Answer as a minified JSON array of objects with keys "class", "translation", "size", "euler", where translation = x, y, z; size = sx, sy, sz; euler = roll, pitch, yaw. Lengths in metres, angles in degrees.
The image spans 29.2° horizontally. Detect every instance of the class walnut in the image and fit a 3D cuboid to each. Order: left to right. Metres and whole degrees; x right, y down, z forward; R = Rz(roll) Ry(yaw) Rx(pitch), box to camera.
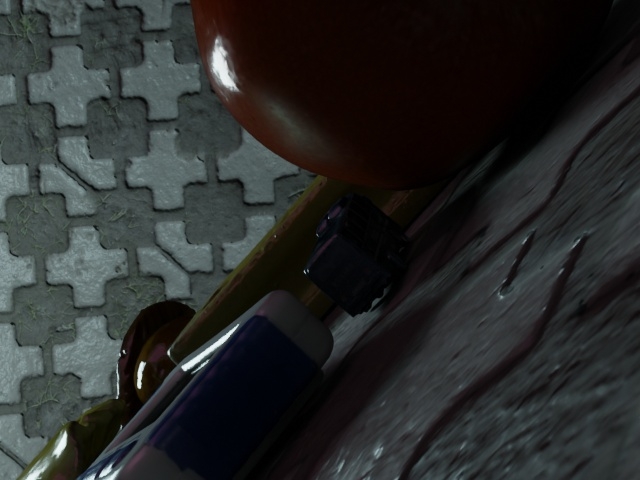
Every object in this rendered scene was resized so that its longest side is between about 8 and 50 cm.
[{"class":"walnut","translation":[-0.133,0.132,1.299],"size":[0.116,0.116,0.207],"euler":[-49,-5,4]}]

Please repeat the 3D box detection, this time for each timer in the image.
[{"class":"timer","translation":[-0.089,0.139,0.853],"size":[0.178,0.078,0.253],"euler":[-48,4,-26]}]

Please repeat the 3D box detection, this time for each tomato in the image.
[{"class":"tomato","translation":[0.043,-0.202,0.916],"size":[0.341,0.341,0.273],"euler":[-52,-8,-43]}]

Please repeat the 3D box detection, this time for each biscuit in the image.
[{"class":"biscuit","translation":[-0.171,0.165,1.392],"size":[0.031,0.176,0.229],"euler":[-15,55,23]}]

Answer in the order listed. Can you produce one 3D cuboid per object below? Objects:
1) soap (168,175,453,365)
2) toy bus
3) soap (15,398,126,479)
[{"class":"soap","translation":[0.000,0.000,1.156],"size":[0.315,0.091,0.199],"euler":[-49,5,16]},{"class":"toy bus","translation":[0.027,0.007,0.912],"size":[0.047,0.065,0.166],"euler":[-49,5,13]},{"class":"soap","translation":[-0.318,0.346,1.172],"size":[0.427,0.115,0.306],"euler":[-49,7,5]}]
